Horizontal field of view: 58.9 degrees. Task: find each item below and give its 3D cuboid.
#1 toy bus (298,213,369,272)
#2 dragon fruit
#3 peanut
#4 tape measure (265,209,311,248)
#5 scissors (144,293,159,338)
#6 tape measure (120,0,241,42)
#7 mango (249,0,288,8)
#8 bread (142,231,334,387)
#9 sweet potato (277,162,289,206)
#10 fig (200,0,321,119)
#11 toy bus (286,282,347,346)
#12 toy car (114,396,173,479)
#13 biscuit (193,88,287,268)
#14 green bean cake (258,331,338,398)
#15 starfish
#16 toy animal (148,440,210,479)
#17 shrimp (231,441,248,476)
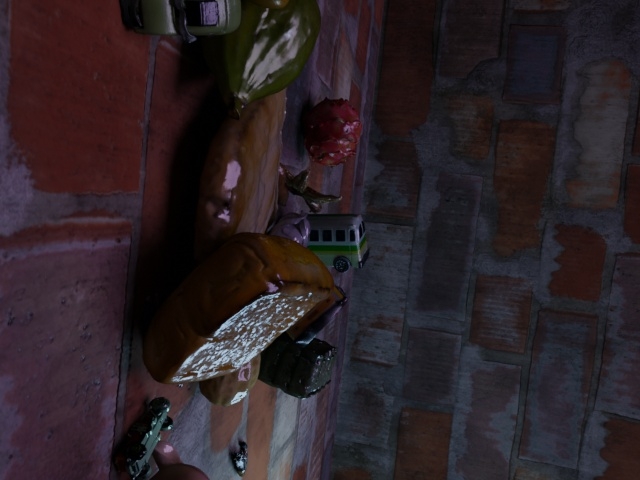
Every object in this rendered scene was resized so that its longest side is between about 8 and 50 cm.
[{"bbox_3d":[0.000,0.000,1.716,0.133,0.276,0.164,-52,140,-66],"label":"toy bus"},{"bbox_3d":[0.041,-0.375,1.873,0.205,0.210,0.268,-33,-147,52],"label":"dragon fruit"},{"bbox_3d":[-0.198,0.225,1.306,0.147,0.147,0.305,61,34,-69],"label":"peanut"},{"bbox_3d":[-0.109,0.027,1.511,0.197,0.120,0.236,-56,-179,-28],"label":"tape measure"},{"bbox_3d":[-0.308,0.154,1.030,0.039,0.012,0.113,-20,117,-76],"label":"scissors"},{"bbox_3d":[-0.205,-0.371,0.908,0.177,0.154,0.087,-71,164,-58],"label":"tape measure"},{"bbox_3d":[-0.149,-0.483,0.945,0.113,0.253,0.138,-49,-175,-25],"label":"mango"},{"bbox_3d":[-0.162,0.125,1.068,0.328,0.148,0.337,-41,160,14],"label":"bread"},{"bbox_3d":[-0.120,-0.150,1.594,0.065,0.051,0.218,-38,157,-18],"label":"sweet potato"},{"bbox_3d":[-0.123,-0.384,1.062,0.314,0.233,0.233,-67,160,-58],"label":"fig"},{"bbox_3d":[-0.040,0.147,1.415,0.171,0.162,0.386,-45,176,-2],"label":"toy bus"},{"bbox_3d":[-0.314,0.354,1.024,0.143,0.054,0.073,-72,165,-54],"label":"toy car"},{"bbox_3d":[-0.177,-0.096,1.230,0.446,0.104,0.429,-70,172,-48],"label":"biscuit"},{"bbox_3d":[-0.097,0.310,1.512,0.241,0.255,0.132,3,103,-77],"label":"green bean cake"},{"bbox_3d":[-0.050,-0.157,1.634,0.062,0.277,0.235,-47,126,-11],"label":"starfish"},{"bbox_3d":[-0.255,0.501,0.999,0.256,0.213,0.194,-23,115,-76],"label":"toy animal"},{"bbox_3d":[-0.227,0.611,1.607,0.161,0.034,0.091,90,1,-53],"label":"shrimp"}]
